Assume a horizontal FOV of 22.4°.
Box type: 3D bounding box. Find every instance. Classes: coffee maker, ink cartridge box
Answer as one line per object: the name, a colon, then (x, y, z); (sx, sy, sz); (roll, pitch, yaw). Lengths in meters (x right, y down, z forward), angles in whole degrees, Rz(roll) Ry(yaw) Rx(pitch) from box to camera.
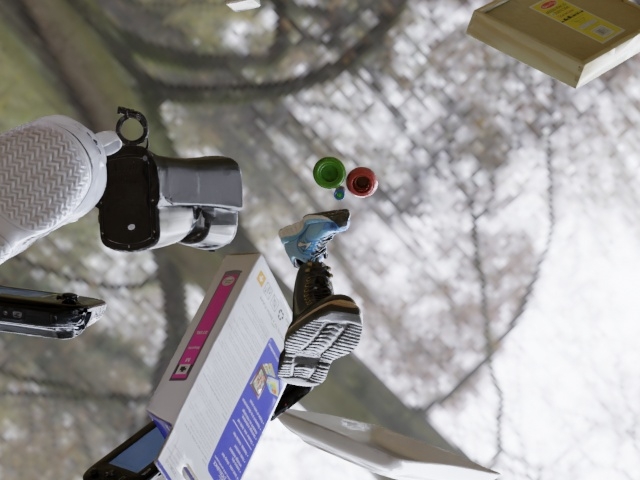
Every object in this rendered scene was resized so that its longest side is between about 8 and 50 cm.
coffee maker: (-0.181, -0.070, 2.017); (0.120, 0.178, 0.171); (25, -75, 29)
ink cartridge box: (-0.131, 0.203, 2.123); (0.069, 0.176, 0.371); (-4, -139, 27)

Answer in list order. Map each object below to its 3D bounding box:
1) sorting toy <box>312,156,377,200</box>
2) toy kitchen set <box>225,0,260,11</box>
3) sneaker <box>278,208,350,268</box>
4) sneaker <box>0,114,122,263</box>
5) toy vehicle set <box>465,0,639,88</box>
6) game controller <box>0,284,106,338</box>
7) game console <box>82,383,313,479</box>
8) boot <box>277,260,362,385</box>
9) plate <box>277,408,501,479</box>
sorting toy: (0.037, -0.095, 2.483); (0.042, 0.102, 0.061); (-76, -174, -73)
toy kitchen set: (-0.046, -0.438, 2.373); (0.207, 0.166, 0.122); (-11, -176, 10)
sneaker: (0.000, 0.000, 2.331); (0.063, 0.073, 0.162); (-9, 170, -29)
sneaker: (-0.382, -0.023, 1.805); (0.366, 0.137, 0.210); (-29, -176, 17)
toy vehicle set: (0.328, -0.283, 2.135); (0.267, 0.166, 0.035); (-30, 144, -50)
game controller: (-0.448, 0.075, 2.138); (0.166, 0.319, 0.067); (-52, 149, -77)
game console: (-0.178, 0.262, 2.327); (0.213, 0.044, 0.361); (0, -153, 46)
boot: (-0.002, 0.065, 1.797); (0.198, 0.077, 0.137); (130, -30, -58)
plate: (0.099, 0.332, 2.549); (0.277, 0.278, 0.045); (18, -90, 42)
